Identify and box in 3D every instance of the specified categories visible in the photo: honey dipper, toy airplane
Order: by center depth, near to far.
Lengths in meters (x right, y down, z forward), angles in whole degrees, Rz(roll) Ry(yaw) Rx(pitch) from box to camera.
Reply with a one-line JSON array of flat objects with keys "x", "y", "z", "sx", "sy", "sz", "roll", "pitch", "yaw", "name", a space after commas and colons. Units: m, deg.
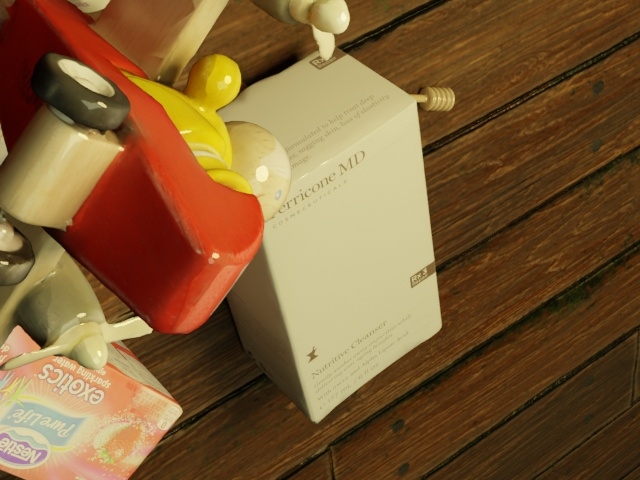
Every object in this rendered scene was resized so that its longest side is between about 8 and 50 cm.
[{"x": -0.147, "y": -0.090, "z": 0.846, "sx": 0.272, "sy": 0.386, "sz": 0.384, "roll": 23, "pitch": 65, "yaw": -36, "name": "toy airplane"}, {"x": 0.094, "y": -0.173, "z": 1.359, "sx": 0.161, "sy": 0.030, "sz": 0.030, "roll": -2, "pitch": 118, "yaw": -37, "name": "honey dipper"}]

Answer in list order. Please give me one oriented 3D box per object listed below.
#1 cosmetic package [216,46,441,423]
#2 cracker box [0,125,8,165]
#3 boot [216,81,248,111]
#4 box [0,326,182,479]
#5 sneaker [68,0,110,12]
[{"x": 0.000, "y": 0.000, "z": 1.267, "sx": 0.217, "sy": 0.156, "sz": 0.385, "roll": -36, "pitch": 143, "yaw": -18, "name": "cosmetic package"}, {"x": -0.311, "y": -0.161, "z": 0.981, "sx": 0.155, "sy": 0.067, "sz": 0.232, "roll": -52, "pitch": 137, "yaw": -1, "name": "cracker box"}, {"x": -0.128, "y": -0.113, "z": 1.198, "sx": 0.118, "sy": 0.042, "sz": 0.087, "roll": -23, "pitch": 136, "yaw": -28, "name": "boot"}, {"x": -0.301, "y": 0.134, "z": 1.119, "sx": 0.142, "sy": 0.154, "sz": 0.300, "roll": -52, "pitch": 139, "yaw": -2, "name": "box"}, {"x": -0.216, "y": -0.275, "z": 0.953, "sx": 0.305, "sy": 0.114, "sz": 0.152, "roll": 10, "pitch": 108, "yaw": -44, "name": "sneaker"}]
